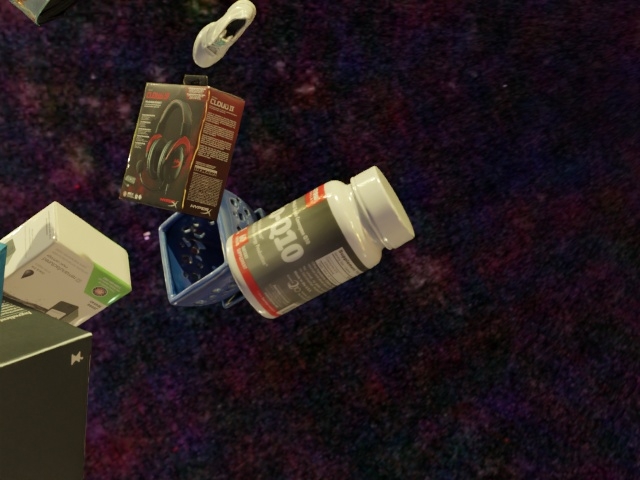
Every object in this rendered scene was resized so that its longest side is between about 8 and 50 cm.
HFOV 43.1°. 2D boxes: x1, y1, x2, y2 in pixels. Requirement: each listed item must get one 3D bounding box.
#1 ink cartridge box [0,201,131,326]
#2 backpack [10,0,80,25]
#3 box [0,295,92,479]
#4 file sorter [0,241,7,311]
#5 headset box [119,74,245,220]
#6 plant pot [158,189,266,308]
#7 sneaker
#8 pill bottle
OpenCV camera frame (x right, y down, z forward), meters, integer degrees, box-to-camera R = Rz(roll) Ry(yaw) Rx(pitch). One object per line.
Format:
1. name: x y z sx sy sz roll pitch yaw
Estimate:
1. ink cartridge box: -0.529 0.081 1.530 0.273 0.198 0.114 -33 47 14
2. backpack: -0.396 -0.418 1.200 0.144 0.166 0.188 36 94 -19
3. box: -0.566 0.240 1.231 0.396 0.212 0.293 16 107 28
4. file sorter: -0.428 0.081 0.892 0.105 0.118 0.170 22 125 2
5. headset box: -0.292 -0.206 1.718 0.218 0.110 0.293 14 90 41
6. plant pot: -0.244 0.032 2.028 0.236 0.212 0.235 -33 58 32
7. sneaker: -0.243 -0.494 1.974 0.080 0.094 0.212 35 122 -24
8. pill bottle: 0.000 0.000 1.352 0.283 0.161 0.161 -29 87 12
